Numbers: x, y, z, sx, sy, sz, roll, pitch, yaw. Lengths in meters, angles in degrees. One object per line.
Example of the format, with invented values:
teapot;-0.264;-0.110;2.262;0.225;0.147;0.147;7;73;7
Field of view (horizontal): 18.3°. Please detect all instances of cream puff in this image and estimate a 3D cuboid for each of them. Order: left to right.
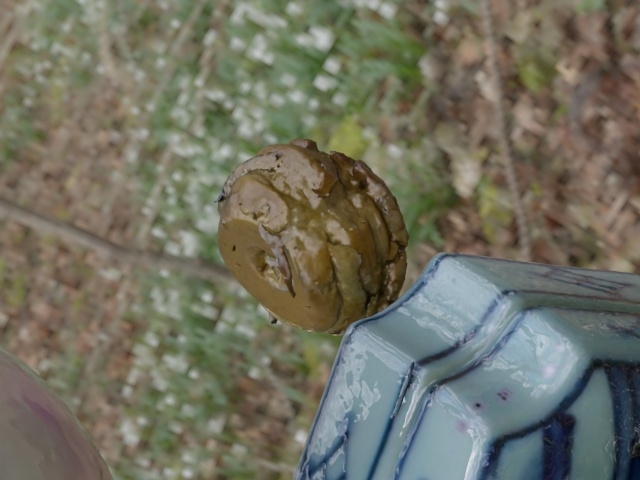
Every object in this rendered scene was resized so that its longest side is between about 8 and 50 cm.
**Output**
cream puff;0.000;0.000;1.191;0.119;0.133;0.104;21;61;44

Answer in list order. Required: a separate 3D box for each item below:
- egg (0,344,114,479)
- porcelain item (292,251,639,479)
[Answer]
egg;-0.247;0.183;1.023;0.354;0.354;0.340;-43;2;21
porcelain item;0.125;0.161;1.141;0.157;0.286;0.281;37;111;47
